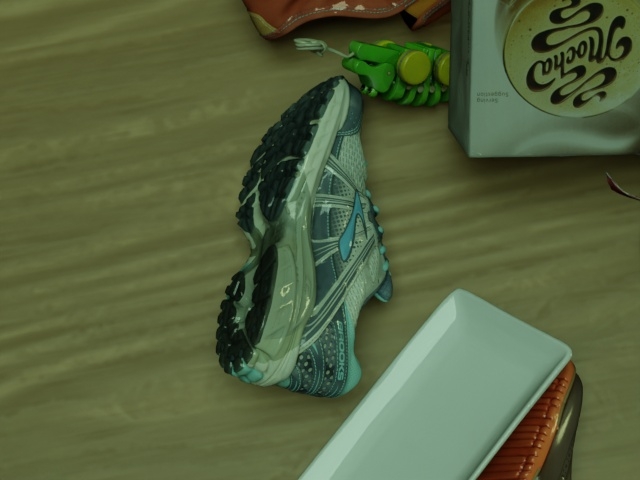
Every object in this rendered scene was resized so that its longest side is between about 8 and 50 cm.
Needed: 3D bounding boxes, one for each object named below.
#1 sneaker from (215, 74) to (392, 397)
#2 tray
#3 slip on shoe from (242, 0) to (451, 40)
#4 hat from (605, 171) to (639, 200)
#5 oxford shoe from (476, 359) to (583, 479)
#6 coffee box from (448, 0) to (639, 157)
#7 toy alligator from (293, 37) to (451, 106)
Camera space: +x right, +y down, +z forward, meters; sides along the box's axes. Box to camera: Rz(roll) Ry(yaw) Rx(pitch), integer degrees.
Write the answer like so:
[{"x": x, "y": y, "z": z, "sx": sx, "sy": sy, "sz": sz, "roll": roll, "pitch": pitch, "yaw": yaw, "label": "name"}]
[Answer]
[{"x": 0.000, "y": 0.000, "z": 1.243, "sx": 0.122, "sy": 0.110, "sz": 0.283, "roll": 26, "pitch": 62, "yaw": -26, "label": "sneaker"}, {"x": 0.074, "y": 0.169, "z": 1.194, "sx": 0.270, "sy": 0.030, "sz": 0.145, "roll": -50, "pitch": 39, "yaw": -9, "label": "tray"}, {"x": 0.090, "y": -0.232, "z": 1.289, "sx": 0.331, "sy": 0.123, "sz": 0.101, "roll": -9, "pitch": 110, "yaw": -5, "label": "slip on shoe"}, {"x": 0.341, "y": -0.010, "z": 1.171, "sx": 0.209, "sy": 0.183, "sz": 0.173, "roll": -31, "pitch": 77, "yaw": -5, "label": "hat"}, {"x": 0.156, "y": 0.221, "z": 1.189, "sx": 0.098, "sy": 0.097, "sz": 0.271, "roll": 32, "pitch": 70, "yaw": -24, "label": "oxford shoe"}, {"x": 0.256, "y": -0.159, "z": 1.200, "sx": 0.297, "sy": 0.119, "sz": 0.168, "roll": 0, "pitch": 107, "yaw": -3, "label": "coffee box"}, {"x": 0.057, "y": -0.138, "z": 1.262, "sx": 0.190, "sy": 0.056, "sz": 0.051, "roll": -2, "pitch": 108, "yaw": -31, "label": "toy alligator"}]
